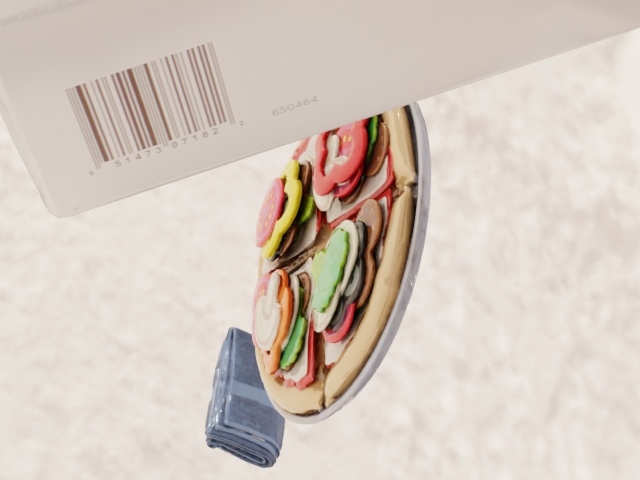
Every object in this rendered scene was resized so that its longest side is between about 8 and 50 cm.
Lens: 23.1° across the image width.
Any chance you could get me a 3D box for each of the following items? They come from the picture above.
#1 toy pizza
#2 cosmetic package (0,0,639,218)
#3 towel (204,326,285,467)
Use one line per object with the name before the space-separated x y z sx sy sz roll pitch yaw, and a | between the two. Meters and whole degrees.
toy pizza | 0.000 0.000 0.860 0.032 0.201 0.201 14 47 -23
cosmetic package | 0.041 -0.193 0.576 0.097 0.377 0.284 76 -7 -50
towel | -0.057 0.127 1.282 0.067 0.029 0.119 24 39 -16
